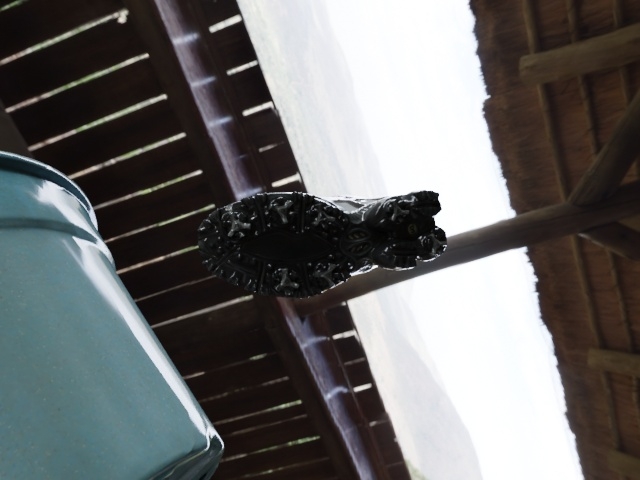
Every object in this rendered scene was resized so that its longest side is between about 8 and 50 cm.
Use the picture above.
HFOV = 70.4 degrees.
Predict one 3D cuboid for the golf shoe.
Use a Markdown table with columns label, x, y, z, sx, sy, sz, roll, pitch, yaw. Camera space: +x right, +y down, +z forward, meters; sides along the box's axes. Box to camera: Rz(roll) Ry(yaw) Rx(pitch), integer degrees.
| label | x | y | z | sx | sy | sz | roll | pitch | yaw |
| --- | --- | --- | --- | --- | --- | --- | --- | --- | --- |
| golf shoe | 0.000 | 0.000 | 0.361 | 0.094 | 0.198 | 0.077 | -176 | -96 | -66 |

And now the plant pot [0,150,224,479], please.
| label | x | y | z | sx | sy | sz | roll | pitch | yaw |
| --- | --- | --- | --- | --- | --- | --- | --- | --- | --- |
| plant pot | -0.288 | 0.149 | 0.415 | 0.334 | 0.341 | 0.341 | 43 | -1 | 20 |
